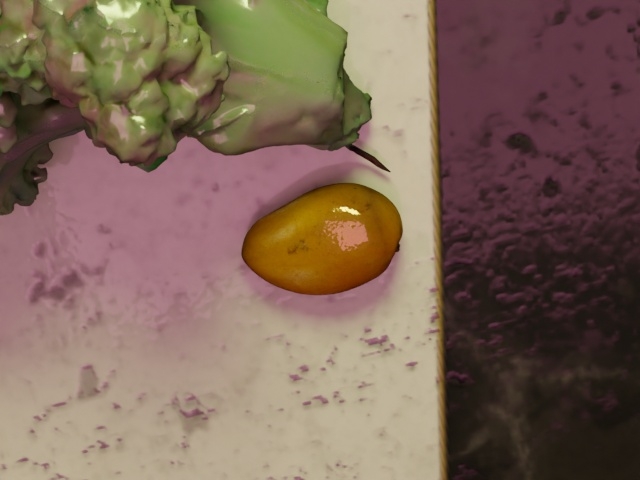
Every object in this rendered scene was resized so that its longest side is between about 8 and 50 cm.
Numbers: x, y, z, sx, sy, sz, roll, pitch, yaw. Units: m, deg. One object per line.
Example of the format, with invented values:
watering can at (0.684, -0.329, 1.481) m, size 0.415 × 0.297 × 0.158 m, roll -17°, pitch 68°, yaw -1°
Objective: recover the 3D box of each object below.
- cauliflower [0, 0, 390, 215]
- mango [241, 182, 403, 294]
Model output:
cauliflower at (-0.078, -0.107, 0.722) m, size 0.315 × 0.239 × 0.256 m, roll 22°, pitch 66°, yaw -22°
mango at (0.000, 0.000, 0.810) m, size 0.089 × 0.046 × 0.060 m, roll -8°, pitch 110°, yaw 15°
